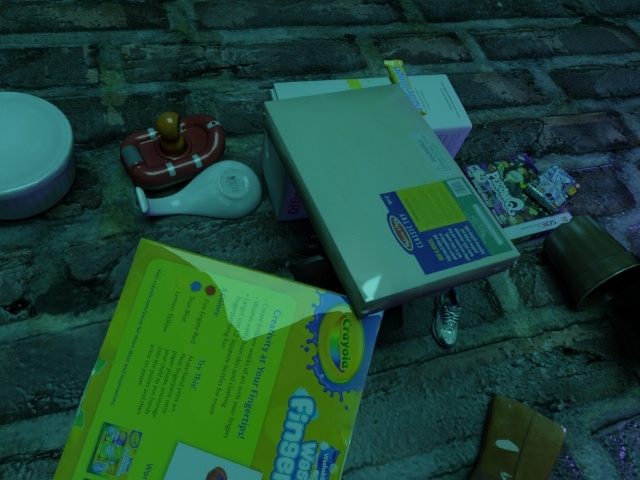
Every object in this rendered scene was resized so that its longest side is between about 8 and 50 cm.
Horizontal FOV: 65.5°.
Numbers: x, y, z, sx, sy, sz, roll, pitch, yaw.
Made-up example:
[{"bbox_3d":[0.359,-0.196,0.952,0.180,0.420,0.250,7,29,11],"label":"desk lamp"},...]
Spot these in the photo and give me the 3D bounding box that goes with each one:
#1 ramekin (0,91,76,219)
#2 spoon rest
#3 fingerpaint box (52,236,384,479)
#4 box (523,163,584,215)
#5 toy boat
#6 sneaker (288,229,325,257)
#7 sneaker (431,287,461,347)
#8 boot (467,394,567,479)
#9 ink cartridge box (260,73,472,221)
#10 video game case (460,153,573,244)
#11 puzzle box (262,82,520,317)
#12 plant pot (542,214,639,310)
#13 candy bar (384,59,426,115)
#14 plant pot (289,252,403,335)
[{"bbox_3d":[-0.637,-0.164,1.015,0.273,0.127,0.272,5,58,-8],"label":"ramekin"},{"bbox_3d":[-0.258,-0.101,1.078,0.277,0.084,0.137,-13,81,-29],"label":"spoon rest"},{"bbox_3d":[-0.145,0.265,0.740,0.372,0.163,0.444,15,79,0],"label":"fingerpaint box"},{"bbox_3d":[0.580,-0.128,1.236,0.137,0.027,0.094,-32,69,-31],"label":"box"},{"bbox_3d":[-0.323,-0.220,1.095,0.231,0.151,0.151,-24,66,-23],"label":"toy boat"},{"bbox_3d":[0.000,0.000,1.042,0.158,0.065,0.061,-1,76,20],"label":"sneaker"},{"bbox_3d":[0.263,0.153,1.028,0.052,0.058,0.135,9,58,-5],"label":"sneaker"},{"bbox_3d":[0.382,0.450,0.869,0.264,0.096,0.280,27,50,16],"label":"boot"},{"bbox_3d":[0.081,-0.196,1.083,0.385,0.279,0.160,-8,62,-15],"label":"ink cartridge box"},{"bbox_3d":[0.485,-0.106,1.242,0.211,0.041,0.232,-12,61,-20],"label":"video game case"},{"bbox_3d":[0.098,-0.092,0.810,0.272,0.052,0.408,-13,59,-21],"label":"puzzle box"},{"bbox_3d":[0.599,0.042,1.112,0.167,0.166,0.165,-12,53,-18],"label":"plant pot"},{"bbox_3d":[0.167,-0.302,0.987,0.040,0.018,0.161,-7,59,-15],"label":"candy bar"},{"bbox_3d":[0.061,0.105,0.936,0.188,0.187,0.166,-17,80,-1],"label":"plant pot"}]
